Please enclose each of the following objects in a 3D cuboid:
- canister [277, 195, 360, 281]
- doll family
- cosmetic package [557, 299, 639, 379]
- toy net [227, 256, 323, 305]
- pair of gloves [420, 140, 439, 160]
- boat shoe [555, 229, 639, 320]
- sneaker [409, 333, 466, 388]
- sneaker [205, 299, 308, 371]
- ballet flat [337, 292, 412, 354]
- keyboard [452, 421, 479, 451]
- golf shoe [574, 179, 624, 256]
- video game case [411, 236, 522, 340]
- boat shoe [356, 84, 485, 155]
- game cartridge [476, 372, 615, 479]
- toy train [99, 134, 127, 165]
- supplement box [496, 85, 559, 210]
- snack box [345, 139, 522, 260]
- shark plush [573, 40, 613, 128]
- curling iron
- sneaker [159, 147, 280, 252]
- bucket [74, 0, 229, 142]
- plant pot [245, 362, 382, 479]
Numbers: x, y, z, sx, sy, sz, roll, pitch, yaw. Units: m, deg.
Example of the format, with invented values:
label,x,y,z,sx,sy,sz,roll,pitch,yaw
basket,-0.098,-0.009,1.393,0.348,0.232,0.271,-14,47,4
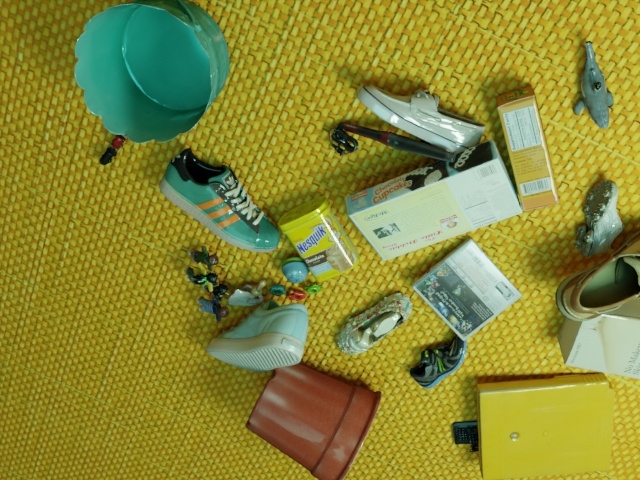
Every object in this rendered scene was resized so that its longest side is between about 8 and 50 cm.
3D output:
label,x,y,z,sx,sy,sz,roll,pitch,yaw
canister,0.000,0.000,1.484,0.126,0.073,0.170,-24,113,22
doll family,-0.265,0.108,1.563,0.111,0.076,0.193,7,128,43
cosmetic package,0.709,0.215,1.450,0.309,0.113,0.160,9,120,4
toy net,-0.116,0.114,1.588,0.232,0.045,0.122,-19,142,22
pair of gloves,0.238,-0.181,1.346,0.083,0.074,0.010,29,86,-5
boat shoe,0.636,0.064,1.320,0.324,0.120,0.123,-34,82,1
sneaker,0.287,0.289,1.591,0.078,0.067,0.188,33,120,-11
sneaker,-0.144,0.228,1.597,0.135,0.150,0.366,38,148,-30
ballet flat,0.122,0.212,1.574,0.091,0.077,0.241,39,118,-12
keyboard,0.446,0.517,1.704,0.192,0.038,0.100,-7,117,15
golf shoe,0.596,-0.048,1.365,0.086,0.069,0.176,0,125,-10
video game case,0.334,0.113,1.494,0.173,0.022,0.190,-41,105,13
boat shoe,0.203,-0.254,1.297,0.267,0.096,0.088,27,112,-7
game cartridge,0.556,0.465,1.627,0.323,0.053,0.285,-6,114,3
toy train,-0.450,-0.225,1.462,0.027,0.036,0.158,39,118,-12
supplement box,0.415,-0.182,1.307,0.080,0.078,0.233,-11,115,19
snack box,0.237,-0.075,1.368,0.321,0.060,0.187,-20,138,20
shark plush,0.524,-0.295,1.231,0.073,0.067,0.161,-1,118,11
curling iron,0.142,-0.192,1.333,0.274,0.035,0.068,12,112,24
sneaker,-0.209,-0.088,1.453,0.302,0.108,0.121,32,123,-6
bucket,-0.319,-0.346,1.290,0.281,0.183,0.281,4,118,7
plant pot,-0.027,0.437,1.631,0.265,0.272,0.272,27,120,4
